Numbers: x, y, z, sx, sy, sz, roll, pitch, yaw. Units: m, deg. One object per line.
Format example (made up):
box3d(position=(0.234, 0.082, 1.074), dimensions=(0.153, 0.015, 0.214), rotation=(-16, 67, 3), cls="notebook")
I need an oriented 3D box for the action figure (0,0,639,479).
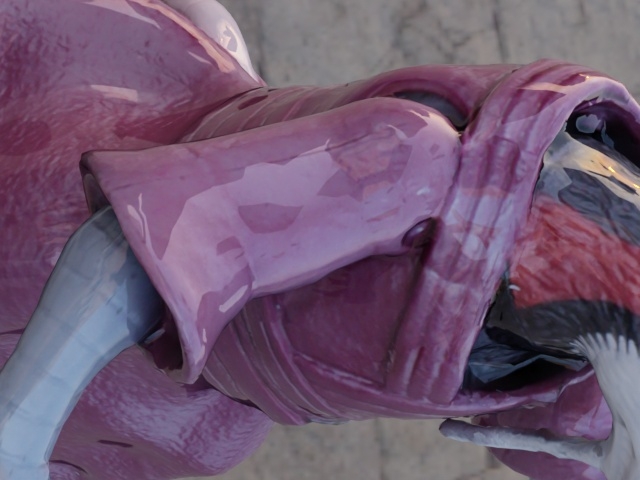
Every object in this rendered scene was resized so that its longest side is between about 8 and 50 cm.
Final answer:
box3d(position=(0.000, 0.000, 0.494), dimensions=(0.248, 0.370, 0.275), rotation=(30, 67, -47), cls="action figure")
